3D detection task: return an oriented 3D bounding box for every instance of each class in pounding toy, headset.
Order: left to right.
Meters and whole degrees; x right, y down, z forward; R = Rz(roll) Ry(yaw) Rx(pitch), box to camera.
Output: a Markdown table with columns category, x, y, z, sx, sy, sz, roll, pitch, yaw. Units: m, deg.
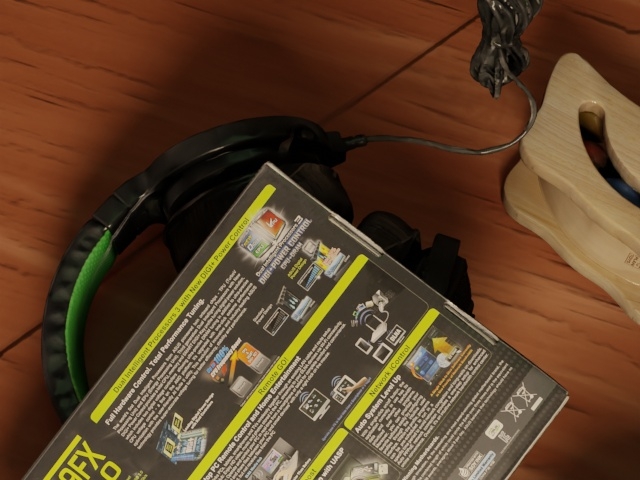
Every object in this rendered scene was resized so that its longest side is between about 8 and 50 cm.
| category | x | y | z | sx | sy | sz | roll | pitch | yaw |
| --- | --- | --- | --- | --- | --- | --- | --- | --- | --- |
| headset | 0.000 | 0.000 | 0.889 | 0.243 | 0.185 | 0.394 | 41 | 73 | 14 |
| pounding toy | 0.261 | -0.040 | 0.970 | 0.269 | 0.155 | 0.154 | 42 | 64 | 18 |

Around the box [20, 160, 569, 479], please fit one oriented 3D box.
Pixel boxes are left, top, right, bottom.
| category | x | y | z | sx | sy | sz | roll | pitch | yaw |
| --- | --- | --- | --- | --- | --- | --- | --- | --- | --- |
| box | -0.025 | 0.125 | 0.801 | 0.216 | 0.060 | 0.270 | 37 | 89 | 4 |
